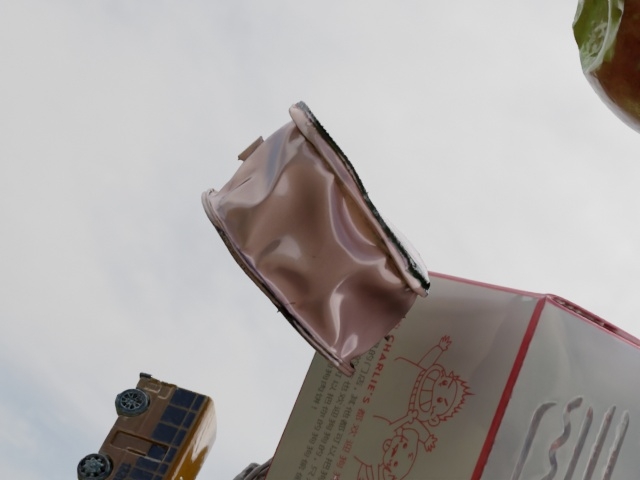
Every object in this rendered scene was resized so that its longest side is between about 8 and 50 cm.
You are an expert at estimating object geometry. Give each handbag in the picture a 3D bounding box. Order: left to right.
[{"bbox_3d":[0.001,-0.001,1.109,0.205,0.116,0.179,52,3,-3],"label":"handbag"}]

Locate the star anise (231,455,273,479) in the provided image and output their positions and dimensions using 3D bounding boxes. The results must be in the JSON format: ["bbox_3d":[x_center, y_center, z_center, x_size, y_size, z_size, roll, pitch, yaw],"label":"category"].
[{"bbox_3d":[-0.075,0.383,1.562,0.108,0.315,0.315,21,-18,-20],"label":"star anise"}]

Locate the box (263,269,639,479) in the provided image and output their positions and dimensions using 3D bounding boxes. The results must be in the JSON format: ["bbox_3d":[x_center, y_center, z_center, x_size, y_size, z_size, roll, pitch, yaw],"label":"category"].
[{"bbox_3d":[0.166,0.214,1.309,0.300,0.314,0.312,26,-8,-33],"label":"box"}]

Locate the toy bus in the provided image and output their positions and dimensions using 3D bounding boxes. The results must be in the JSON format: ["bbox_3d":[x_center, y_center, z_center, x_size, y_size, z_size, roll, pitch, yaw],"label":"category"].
[{"bbox_3d":[-0.194,0.257,1.476,0.114,0.201,0.098,16,-43,12],"label":"toy bus"}]

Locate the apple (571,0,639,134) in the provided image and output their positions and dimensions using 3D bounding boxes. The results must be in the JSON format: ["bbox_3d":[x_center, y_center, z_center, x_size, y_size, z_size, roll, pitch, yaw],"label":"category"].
[{"bbox_3d":[0.421,-0.240,1.356,0.339,0.339,0.340,32,-25,16],"label":"apple"}]
